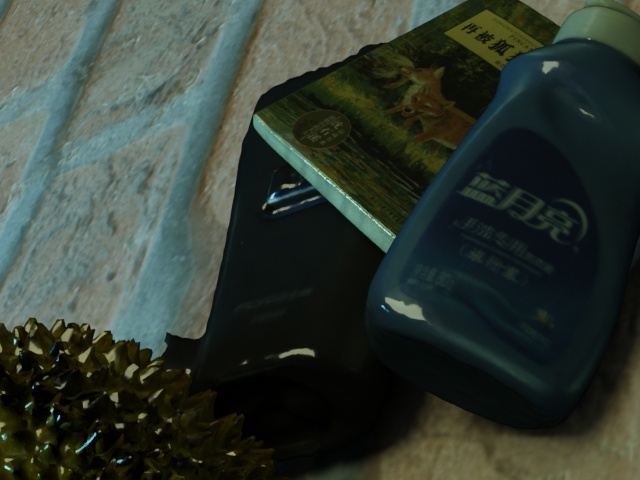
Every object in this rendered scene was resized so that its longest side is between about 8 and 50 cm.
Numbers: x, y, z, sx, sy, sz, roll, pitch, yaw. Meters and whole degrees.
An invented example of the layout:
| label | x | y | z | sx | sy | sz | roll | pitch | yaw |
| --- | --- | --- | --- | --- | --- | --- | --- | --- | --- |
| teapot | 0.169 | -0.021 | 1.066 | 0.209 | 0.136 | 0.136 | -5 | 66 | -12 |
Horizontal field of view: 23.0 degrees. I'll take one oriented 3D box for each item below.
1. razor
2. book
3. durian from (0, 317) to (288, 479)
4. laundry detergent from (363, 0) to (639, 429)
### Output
| label | x | y | z | sx | sy | sz | roll | pitch | yaw |
| --- | --- | --- | --- | --- | --- | --- | --- | --- | --- |
| razor | 0.002 | 0.004 | 1.120 | 0.189 | 0.107 | 0.327 | -18 | 39 | 32 |
| book | 0.090 | -0.090 | 1.091 | 0.228 | 0.024 | 0.160 | -31 | 52 | -23 |
| durian | -0.155 | 0.171 | 0.960 | 0.292 | 0.258 | 0.258 | -1 | 47 | 23 |
| laundry detergent | 0.143 | -0.033 | 0.978 | 0.143 | 0.094 | 0.290 | 23 | 67 | 13 |
